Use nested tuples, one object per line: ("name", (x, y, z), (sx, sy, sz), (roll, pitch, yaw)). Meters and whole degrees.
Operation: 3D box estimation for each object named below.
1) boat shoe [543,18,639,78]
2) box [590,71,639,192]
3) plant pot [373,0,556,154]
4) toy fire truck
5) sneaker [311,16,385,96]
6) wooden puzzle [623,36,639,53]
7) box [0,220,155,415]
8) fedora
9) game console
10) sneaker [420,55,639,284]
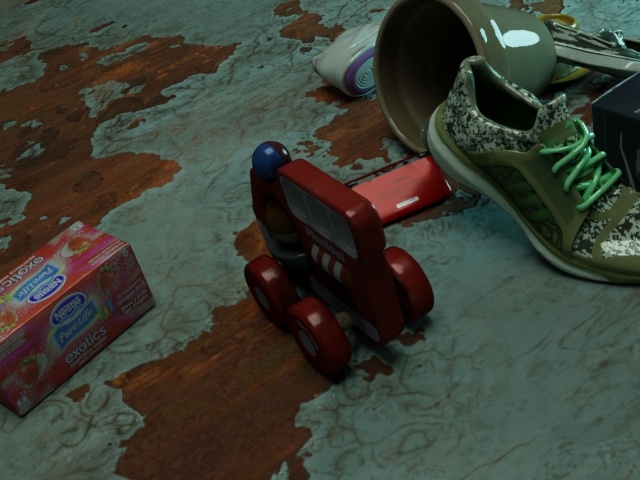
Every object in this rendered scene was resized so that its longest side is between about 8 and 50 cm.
("boat shoe", (0.465, -0.313, 1.552), (0.219, 0.070, 0.078), (17, 4, 12))
("box", (0.477, -0.117, 1.268), (0.108, 0.153, 0.207), (-33, 40, -22))
("plant pot", (0.251, -0.277, 1.525), (0.229, 0.263, 0.263), (-16, 31, -34))
("toy fire truck", (0.000, 0.000, 1.208), (0.169, 0.254, 0.302), (-29, 38, -18))
("sneaker", (0.114, -0.389, 1.802), (0.305, 0.114, 0.152), (-35, 41, -25))
("wooden puzzle", (0.534, -0.310, 1.580), (0.014, 0.078, 0.116), (-55, 38, -7))
("box", (-0.377, 0.102, 1.329), (0.128, 0.123, 0.257), (20, 49, 38))
("fedora", (0.399, -0.344, 1.663), (0.194, 0.079, 0.194), (-11, 36, 8))
("game console", (0.113, -0.077, 1.474), (0.144, 0.085, 0.124), (-23, 67, -9))
("sneaker", (0.304, -0.098, 1.226), (0.410, 0.182, 0.158), (36, 66, 22))
